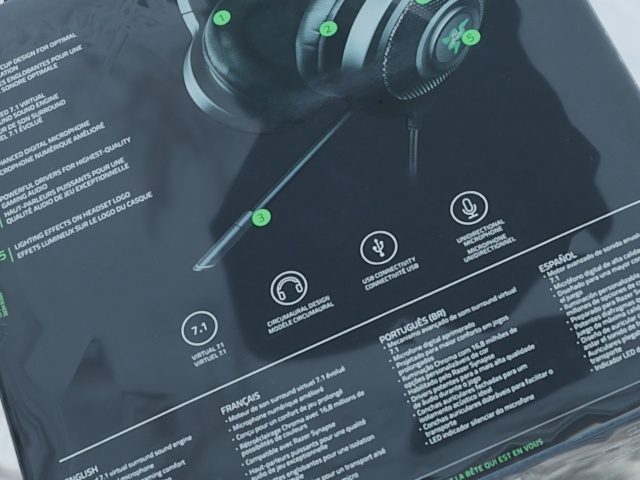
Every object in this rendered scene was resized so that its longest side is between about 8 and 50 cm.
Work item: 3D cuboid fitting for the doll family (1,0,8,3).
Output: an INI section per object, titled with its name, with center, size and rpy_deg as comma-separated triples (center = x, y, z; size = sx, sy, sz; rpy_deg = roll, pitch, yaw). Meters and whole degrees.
[doll family]
center = -0.213, -0.144, 0.885
size = 0.076, 0.111, 0.193
rpy_deg = -32, -150, -33

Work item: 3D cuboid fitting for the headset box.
[headset box]
center = 0.000, 0.000, 0.647
size = 0.246, 0.283, 0.131
rpy_deg = -25, 149, 1
